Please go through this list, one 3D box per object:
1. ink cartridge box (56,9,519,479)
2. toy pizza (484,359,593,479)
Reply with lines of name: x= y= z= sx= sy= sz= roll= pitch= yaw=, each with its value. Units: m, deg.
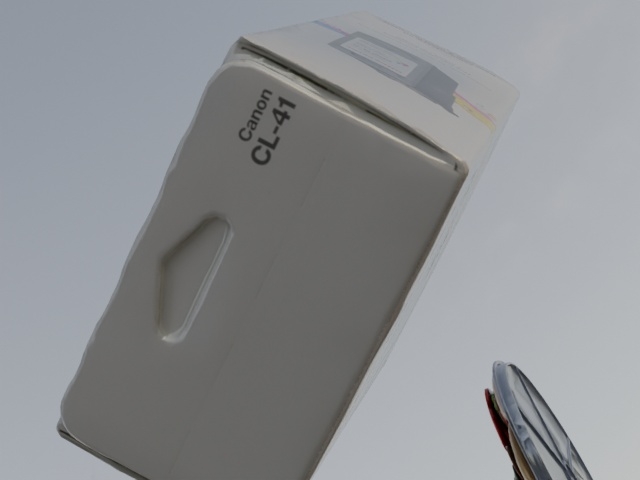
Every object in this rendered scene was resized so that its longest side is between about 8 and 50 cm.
ink cartridge box: x=0.000 y=0.000 z=0.754 sx=0.226 sy=0.131 sz=0.306 roll=-64 pitch=-5 yaw=17
toy pizza: x=0.169 y=0.179 z=0.959 sx=0.032 sy=0.201 sz=0.201 roll=-30 pitch=-26 yaw=12
